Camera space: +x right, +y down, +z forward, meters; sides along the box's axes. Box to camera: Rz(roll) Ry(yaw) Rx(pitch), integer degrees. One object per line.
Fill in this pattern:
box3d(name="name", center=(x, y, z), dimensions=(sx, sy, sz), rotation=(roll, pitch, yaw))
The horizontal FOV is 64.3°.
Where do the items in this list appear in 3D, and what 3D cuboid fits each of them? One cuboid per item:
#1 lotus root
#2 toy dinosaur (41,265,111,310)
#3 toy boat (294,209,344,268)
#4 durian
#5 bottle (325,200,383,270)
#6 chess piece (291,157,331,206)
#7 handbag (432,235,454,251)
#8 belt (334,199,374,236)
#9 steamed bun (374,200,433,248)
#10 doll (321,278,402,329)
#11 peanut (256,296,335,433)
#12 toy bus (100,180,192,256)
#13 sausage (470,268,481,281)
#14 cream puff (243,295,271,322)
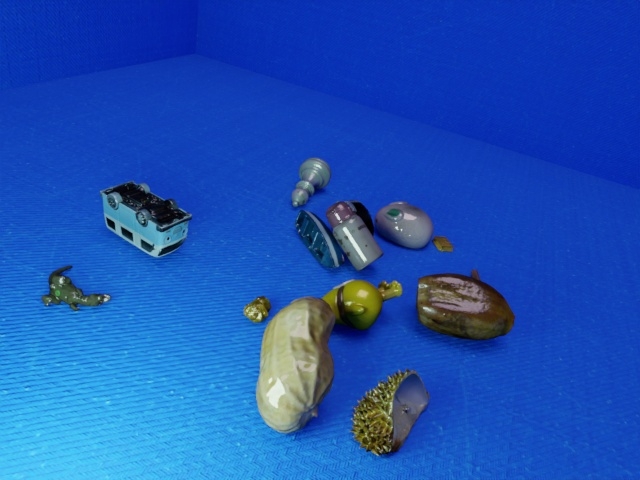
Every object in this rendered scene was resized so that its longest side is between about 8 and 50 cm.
box3d(name="lotus root", center=(0.416, 0.200, 1.500), dimensions=(0.291, 0.193, 0.193), rotation=(12, 30, 5))
box3d(name="toy dinosaur", center=(-0.644, 0.139, 1.342), dimensions=(0.187, 0.087, 0.179), rotation=(29, -6, -1))
box3d(name="toy boat", center=(0.000, 0.000, 1.739), dimensions=(0.062, 0.096, 0.299), rotation=(4, 34, -33))
box3d(name="durian", center=(0.170, 0.381, 1.164), dimensions=(0.139, 0.144, 0.252), rotation=(43, 32, 7))
box3d(name="bottle", center=(0.105, -0.021, 1.691), dimensions=(0.110, 0.110, 0.233), rotation=(-27, 82, -47))
box3d(name="chess piece", center=(-0.056, -0.217, 2.068), dimensions=(0.139, 0.139, 0.271), rotation=(18, 43, 8))
box3d(name="handbag", center=(0.471, 0.010, 1.956), dimensions=(0.061, 0.027, 0.083), rotation=(3, 31, -14))
box3d(name="belt", center=(0.111, -0.065, 1.823), dimensions=(0.078, 0.151, 0.198), rotation=(-10, 44, -31))
box3d(name="steamed bun", center=(0.321, -0.069, 1.932), dimensions=(0.228, 0.130, 0.177), rotation=(22, 33, 12))
box3d(name="doll", center=(0.056, 0.196, 1.415), dimensions=(0.363, 0.145, 0.199), rotation=(-17, 1, -27))
box3d(name="peanut", center=(-0.060, 0.267, 1.161), dimensions=(0.158, 0.174, 0.339), rotation=(36, 33, -33))
box3d(name="toy bus", center=(-0.533, -0.057, 1.560), dimensions=(0.272, 0.164, 0.133), rotation=(28, 35, 23))
box3d(name="sausage", center=(0.546, 0.142, 1.769), dimensions=(0.026, 0.026, 0.116), rotation=(11, 31, -3))
box3d(name="cream puff", center=(-0.173, 0.186, 1.396), dimensions=(0.083, 0.058, 0.083), rotation=(-20, 42, -40))
